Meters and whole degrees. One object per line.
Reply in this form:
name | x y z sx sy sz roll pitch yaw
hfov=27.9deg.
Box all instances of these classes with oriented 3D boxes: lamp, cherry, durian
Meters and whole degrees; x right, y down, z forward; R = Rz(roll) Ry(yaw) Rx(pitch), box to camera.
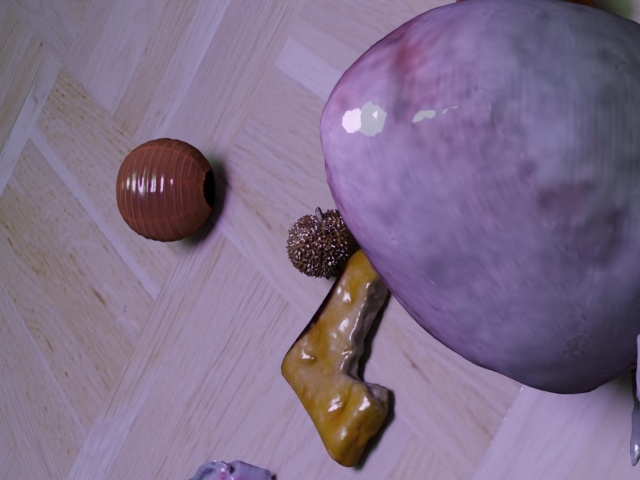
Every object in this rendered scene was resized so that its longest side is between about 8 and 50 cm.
lamp | -0.201 -0.065 1.667 0.136 0.136 0.136 -29 51 44
cherry | 0.173 -0.039 0.995 0.326 0.335 0.291 13 66 32
durian | 0.000 0.000 1.401 0.080 0.080 0.091 -128 21 -51

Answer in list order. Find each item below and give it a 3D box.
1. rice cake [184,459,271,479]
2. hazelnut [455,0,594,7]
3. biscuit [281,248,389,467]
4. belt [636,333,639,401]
rice cake | -0.166 0.313 1.476 0.290 0.081 0.051 -33 36 41
hazelnut | 0.183 -0.200 1.210 0.150 0.150 0.150 -29 51 44
biscuit | 0.033 0.122 1.336 0.174 0.039 0.183 -53 38 19
belt | 0.343 0.029 0.796 0.339 0.217 0.122 -54 37 25
